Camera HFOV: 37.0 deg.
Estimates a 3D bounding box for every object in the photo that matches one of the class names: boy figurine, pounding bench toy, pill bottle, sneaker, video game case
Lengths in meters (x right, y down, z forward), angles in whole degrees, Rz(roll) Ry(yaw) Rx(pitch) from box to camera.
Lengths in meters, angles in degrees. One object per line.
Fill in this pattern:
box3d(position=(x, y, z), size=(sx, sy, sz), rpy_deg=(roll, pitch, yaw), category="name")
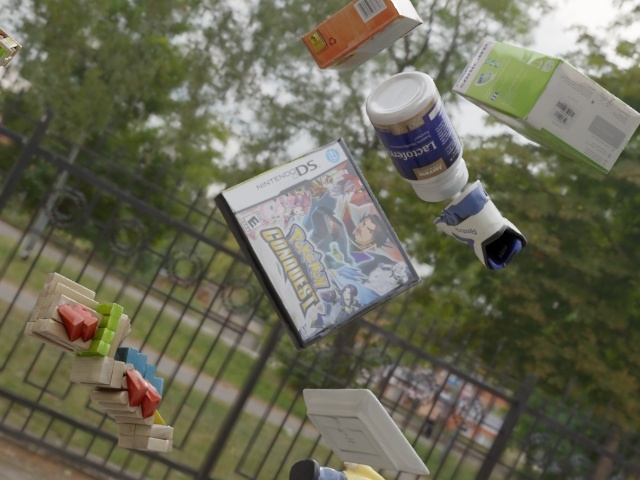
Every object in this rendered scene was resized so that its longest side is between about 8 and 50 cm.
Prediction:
box3d(position=(0.074, 0.485, 1.750), size=(0.285, 0.177, 0.092), rpy_deg=(22, -38, -30), category="boy figurine")
box3d(position=(-0.592, -0.335, 1.726), size=(0.052, 0.083, 0.065), rpy_deg=(43, 14, -12), category="pounding bench toy")
box3d(position=(0.213, -0.215, 2.032), size=(0.153, 0.153, 0.264), rpy_deg=(23, -25, 47), category="pill bottle")
box3d(position=(0.357, -0.015, 2.131), size=(0.182, 0.127, 0.315), rpy_deg=(53, 2, 7), category="sneaker")
box3d(position=(0.000, 0.000, 1.525), size=(0.275, 0.248, 0.035), rpy_deg=(61, -30, 3), category="video game case")

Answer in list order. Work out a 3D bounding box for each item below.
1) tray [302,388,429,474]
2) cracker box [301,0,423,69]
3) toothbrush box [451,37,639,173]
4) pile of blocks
box3d(position=(0.051, 0.279, 1.378), size=(0.145, 0.030, 0.270), rpy_deg=(55, -22, -5), category="tray")
box3d(position=(0.075, -0.354, 1.604), size=(0.067, 0.156, 0.232), rpy_deg=(58, 17, 1), category="cracker box")
box3d(position=(0.398, -0.247, 1.712), size=(0.206, 0.122, 0.283), rpy_deg=(28, 9, -25), category="toothbrush box")
box3d(position=(-0.314, 0.201, 1.533), size=(0.113, 0.149, 0.362), rpy_deg=(-5, -54, 42), category="pile of blocks")
